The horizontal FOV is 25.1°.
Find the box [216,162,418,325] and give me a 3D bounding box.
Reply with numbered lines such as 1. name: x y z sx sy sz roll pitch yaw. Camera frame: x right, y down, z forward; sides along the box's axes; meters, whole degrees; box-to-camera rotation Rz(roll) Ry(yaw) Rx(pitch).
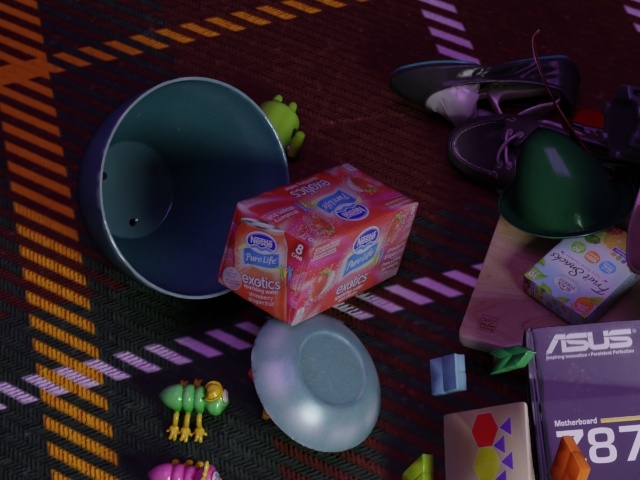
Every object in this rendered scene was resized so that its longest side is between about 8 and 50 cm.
1. box: 0.000 0.000 1.870 0.128 0.122 0.257 31 29 25

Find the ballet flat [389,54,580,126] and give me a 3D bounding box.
1. ballet flat: 0.243 -0.216 2.100 0.281 0.095 0.096 -5 65 2

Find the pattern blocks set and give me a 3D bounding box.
1. pattern blocks set: 0.197 0.283 1.646 0.285 0.026 0.324 -6 77 51

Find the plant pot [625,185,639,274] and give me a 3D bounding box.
1. plant pot: 0.538 -0.032 1.670 0.274 0.256 0.256 21 55 -4

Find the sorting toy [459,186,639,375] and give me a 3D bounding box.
1. sorting toy: 0.338 0.076 1.865 0.257 0.089 0.255 13 55 16

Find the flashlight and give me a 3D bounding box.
1. flashlight: 0.501 -0.125 1.902 0.304 0.103 0.103 5 49 -33

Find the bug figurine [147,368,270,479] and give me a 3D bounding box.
1. bug figurine: -0.102 0.251 1.789 0.216 0.072 0.279 0 53 6

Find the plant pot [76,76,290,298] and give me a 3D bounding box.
1. plant pot: -0.215 -0.071 1.948 0.290 0.290 0.195 -47 27 -26

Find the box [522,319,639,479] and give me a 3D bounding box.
1. box: 0.442 0.246 1.639 0.395 0.097 0.318 -4 72 4

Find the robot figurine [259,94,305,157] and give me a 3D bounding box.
1. robot figurine: -0.074 -0.158 2.100 0.101 0.067 0.115 28 58 1

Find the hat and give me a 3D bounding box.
1. hat: 0.298 -0.129 1.834 0.173 0.183 0.208 -30 37 -25

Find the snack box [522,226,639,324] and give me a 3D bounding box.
1. snack box: 0.339 0.038 1.812 0.141 0.037 0.100 -39 57 -24

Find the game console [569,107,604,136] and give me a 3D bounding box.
1. game console: 0.423 -0.126 2.058 0.144 0.085 0.124 13 86 16

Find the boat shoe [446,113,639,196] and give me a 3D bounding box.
1. boat shoe: 0.331 -0.112 1.985 0.335 0.095 0.112 15 87 16

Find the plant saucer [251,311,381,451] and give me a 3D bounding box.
1. plant saucer: 0.006 0.167 1.794 0.195 0.037 0.195 18 55 -28
